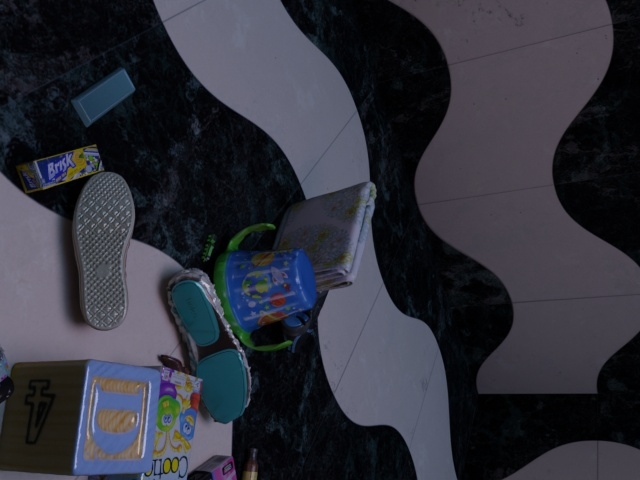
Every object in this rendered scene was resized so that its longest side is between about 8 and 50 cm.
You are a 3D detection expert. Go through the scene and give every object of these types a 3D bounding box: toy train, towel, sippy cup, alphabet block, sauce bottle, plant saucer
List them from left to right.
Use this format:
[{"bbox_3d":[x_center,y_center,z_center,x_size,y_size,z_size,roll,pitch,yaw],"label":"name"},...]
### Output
[{"bbox_3d":[-0.437,0.325,1.169,0.192,0.197,0.193,31,56,-55],"label":"alphabet block"},{"bbox_3d":[-0.483,-0.327,1.435,0.067,0.018,0.192,66,33,-28],"label":"plant saucer"},{"bbox_3d":[-0.296,0.019,1.694,0.017,0.024,0.083,50,41,-46],"label":"toy train"},{"bbox_3d":[-0.190,0.630,1.722,0.042,0.042,0.128,42,49,-51],"label":"sauce bottle"},{"bbox_3d":[-0.136,0.121,1.703,0.240,0.224,0.305,-72,146,-66],"label":"sippy cup"},{"bbox_3d":[0.000,0.000,1.941,0.090,0.321,0.374,50,42,-37],"label":"towel"}]

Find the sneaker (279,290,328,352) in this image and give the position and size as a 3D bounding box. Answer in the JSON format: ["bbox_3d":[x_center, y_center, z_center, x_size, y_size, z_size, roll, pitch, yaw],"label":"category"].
[{"bbox_3d":[-0.058,0.214,2.032,0.341,0.125,0.139,-57,160,-55],"label":"sneaker"}]

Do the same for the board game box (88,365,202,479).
[{"bbox_3d":[-0.365,0.416,1.338,0.142,0.144,0.275,40,50,-53],"label":"board game box"}]

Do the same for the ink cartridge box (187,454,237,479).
[{"bbox_3d":[-0.257,0.736,1.554,0.176,0.069,0.370,-16,99,-62],"label":"ink cartridge box"}]

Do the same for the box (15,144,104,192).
[{"bbox_3d":[-0.520,-0.146,1.281,0.169,0.054,0.059,-38,118,-59],"label":"box"}]

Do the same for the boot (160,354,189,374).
[{"bbox_3d":[-0.357,0.337,1.493,0.106,0.037,0.114,52,45,-41],"label":"boot"}]

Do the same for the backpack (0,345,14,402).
[{"bbox_3d":[-0.580,0.188,1.013,0.181,0.152,0.115,64,25,-8],"label":"backpack"}]

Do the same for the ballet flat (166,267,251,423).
[{"bbox_3d":[-0.267,0.250,1.592,0.147,0.147,0.408,-38,117,-59],"label":"ballet flat"}]

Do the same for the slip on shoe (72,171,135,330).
[{"bbox_3d":[-0.451,0.021,1.325,0.123,0.101,0.331,0,83,-22],"label":"slip on shoe"}]
